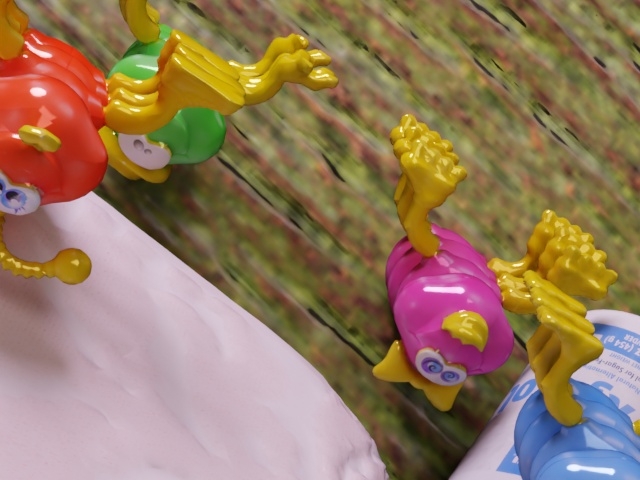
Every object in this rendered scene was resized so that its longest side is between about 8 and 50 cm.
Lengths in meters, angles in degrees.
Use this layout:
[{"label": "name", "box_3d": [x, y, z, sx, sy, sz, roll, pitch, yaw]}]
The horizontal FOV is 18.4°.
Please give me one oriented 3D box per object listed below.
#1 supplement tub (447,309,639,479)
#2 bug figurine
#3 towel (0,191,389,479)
[{"label": "supplement tub", "box_3d": [0.085, 0.081, 0.669, 0.071, 0.071, 0.107, 43, 52, -4]}, {"label": "bug figurine", "box_3d": [0.000, 0.000, 0.609, 0.279, 0.072, 0.216, 34, 14, -10]}, {"label": "towel", "box_3d": [-0.121, 0.056, 0.481, 0.317, 0.053, 0.332, 39, 25, -11]}]
